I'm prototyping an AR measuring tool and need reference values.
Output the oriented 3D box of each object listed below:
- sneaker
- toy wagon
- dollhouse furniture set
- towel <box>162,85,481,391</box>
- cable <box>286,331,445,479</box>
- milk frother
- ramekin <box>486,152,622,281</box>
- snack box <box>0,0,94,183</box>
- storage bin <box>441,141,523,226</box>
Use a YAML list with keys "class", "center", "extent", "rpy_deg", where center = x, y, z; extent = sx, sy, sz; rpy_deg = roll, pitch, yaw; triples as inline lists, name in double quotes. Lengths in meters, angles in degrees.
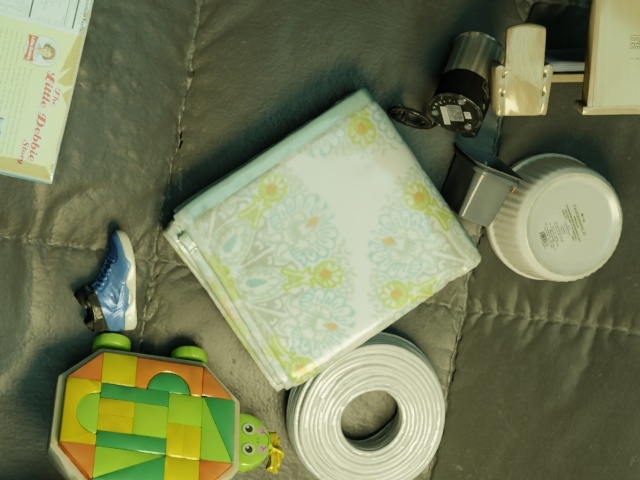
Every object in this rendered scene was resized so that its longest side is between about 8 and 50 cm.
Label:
- class: "sneaker"
  center: [-0.315, 0.062, 1.648]
  extent: [0.085, 0.058, 0.152]
  rpy_deg: [-6, 108, -22]
- class: "toy wagon"
  center: [-0.211, 0.271, 1.625]
  extent: [0.345, 0.068, 0.267]
  rpy_deg: [10, 54, -16]
- class: "dollhouse furniture set"
  center: [0.367, -0.312, 1.652]
  extent: [0.287, 0.303, 0.198]
  rpy_deg: [-1, 109, -4]
- class: "towel"
  center: [0.000, 0.000, 1.676]
  extent: [0.374, 0.090, 0.320]
  rpy_deg: [-34, 94, -3]
- class: "cable"
  center: [0.074, 0.268, 1.770]
  extent: [0.257, 0.089, 0.257]
  rpy_deg: [14, 96, -17]
- class: "milk frother"
  center: [0.190, -0.232, 1.714]
  extent: [0.143, 0.129, 0.134]
  rpy_deg: [17, 57, 11]
- class: "ramekin"
  center: [0.375, -0.031, 1.786]
  extent: [0.207, 0.109, 0.207]
  rpy_deg: [-3, 101, -14]
- class: "snack box"
  center: [-0.427, -0.254, 1.562]
  extent: [0.187, 0.060, 0.321]
  rpy_deg: [13, 96, -16]
- class: "storage bin"
  center: [0.244, -0.081, 1.738]
  extent: [0.098, 0.135, 0.091]
  rpy_deg: [19, 106, -17]
